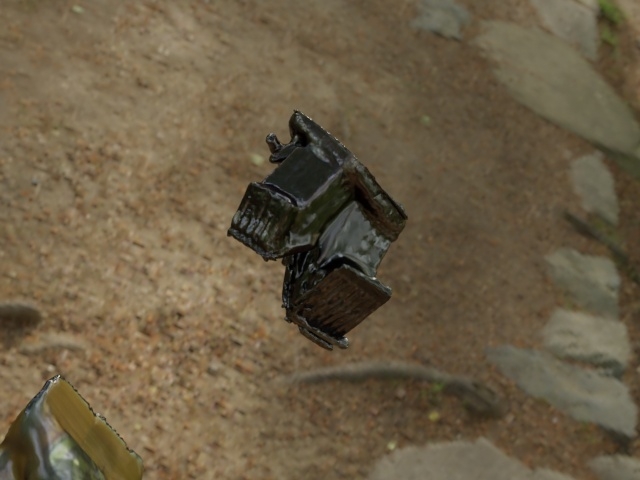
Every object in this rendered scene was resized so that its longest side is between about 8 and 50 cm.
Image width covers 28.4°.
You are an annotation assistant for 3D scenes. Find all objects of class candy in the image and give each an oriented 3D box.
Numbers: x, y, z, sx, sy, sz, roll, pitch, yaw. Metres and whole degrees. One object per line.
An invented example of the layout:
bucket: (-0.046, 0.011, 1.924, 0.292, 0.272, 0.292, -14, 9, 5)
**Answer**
candy: (-0.205, 0.214, 0.778, 0.101, 0.143, 0.271, 17, 55, 28)

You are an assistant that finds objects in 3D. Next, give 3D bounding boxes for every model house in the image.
model house: (-0.008, -0.006, 1.232, 0.203, 0.164, 0.141, 47, -11, -33)
